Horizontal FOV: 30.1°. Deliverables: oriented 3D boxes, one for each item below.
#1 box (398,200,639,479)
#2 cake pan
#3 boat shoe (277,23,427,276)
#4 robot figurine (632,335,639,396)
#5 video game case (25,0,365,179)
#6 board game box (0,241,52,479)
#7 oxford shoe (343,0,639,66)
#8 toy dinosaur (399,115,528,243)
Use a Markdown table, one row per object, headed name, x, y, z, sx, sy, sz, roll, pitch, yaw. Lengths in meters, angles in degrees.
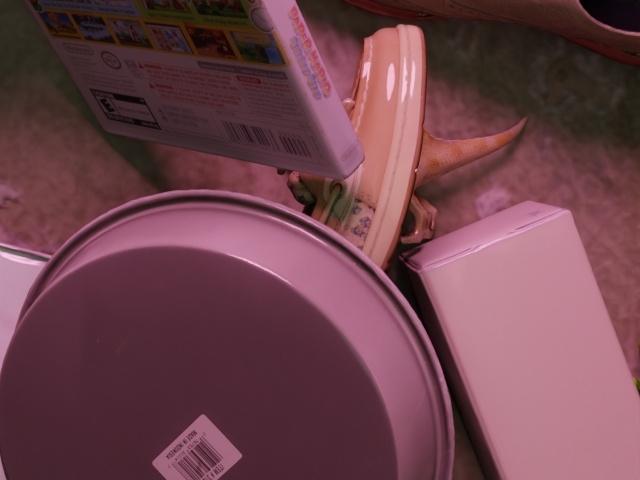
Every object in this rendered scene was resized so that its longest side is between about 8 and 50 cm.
| name | x | y | z | sx | sy | sz | roll | pitch | yaw |
| --- | --- | --- | --- | --- | --- | --- | --- | --- | --- |
| box | 0.156 | 0.119 | 0.819 | 0.113 | 0.094 | 0.275 | -21 | 97 | -3 |
| cake pan | -0.068 | 0.118 | 0.711 | 0.293 | 0.054 | 0.293 | 4 | 105 | 16 |
| boat shoe | 0.000 | 0.000 | 0.740 | 0.089 | 0.104 | 0.285 | 15 | 93 | 0 |
| robot figurine | 0.262 | 0.099 | 0.841 | 0.101 | 0.067 | 0.115 | -6 | 98 | 23 |
| video game case | -0.097 | -0.133 | 0.678 | 0.026 | 0.227 | 0.206 | -48 | 131 | -26 |
| board game box | -0.154 | 0.216 | 0.821 | 0.389 | 0.050 | 0.390 | 15 | 95 | -7 |
| oxford shoe | 0.120 | -0.197 | 0.762 | 0.348 | 0.130 | 0.123 | 10 | 95 | -7 |
| toy dinosaur | 0.059 | -0.046 | 0.813 | 0.183 | 0.053 | 0.093 | -2 | 95 | -5 |
